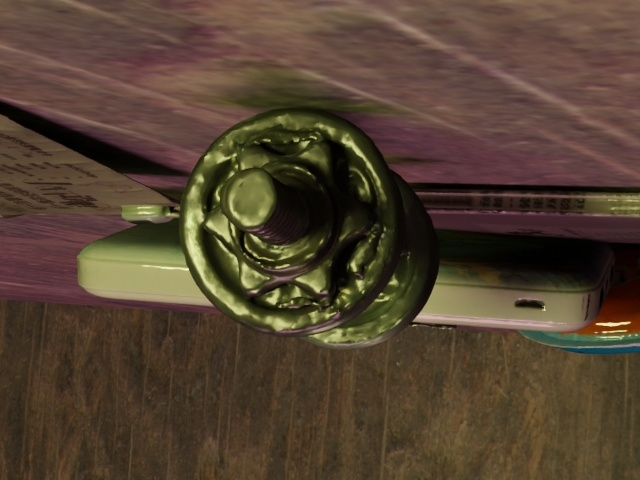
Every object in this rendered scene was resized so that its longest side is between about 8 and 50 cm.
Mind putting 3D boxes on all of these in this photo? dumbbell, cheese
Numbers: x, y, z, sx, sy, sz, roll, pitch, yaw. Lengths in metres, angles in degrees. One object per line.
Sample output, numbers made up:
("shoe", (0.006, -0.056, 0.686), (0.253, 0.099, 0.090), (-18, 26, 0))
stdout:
("dumbbell", (0.000, 0.000, 0.559), (0.081, 0.081, 0.254), (4, 176, 10))
("cheese", (0.221, 0.034, 0.845), (0.256, 0.037, 0.106), (-2, -151, 31))

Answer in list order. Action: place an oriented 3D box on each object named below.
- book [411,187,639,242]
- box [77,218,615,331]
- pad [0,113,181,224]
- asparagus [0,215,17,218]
("book", (0.132, -0.009, 0.708), (0.182, 0.014, 0.127), (3, 175, 27))
("box", (0.017, 0.016, 0.830), (0.285, 0.044, 0.142), (3, -172, 15))
("pad", (-0.176, -0.032, 0.631), (0.159, 0.009, 0.265), (-1, 170, 17))
("asparagus", (-0.264, -0.031, 0.760), (0.236, 0.027, 0.034), (5, 155, -20))
